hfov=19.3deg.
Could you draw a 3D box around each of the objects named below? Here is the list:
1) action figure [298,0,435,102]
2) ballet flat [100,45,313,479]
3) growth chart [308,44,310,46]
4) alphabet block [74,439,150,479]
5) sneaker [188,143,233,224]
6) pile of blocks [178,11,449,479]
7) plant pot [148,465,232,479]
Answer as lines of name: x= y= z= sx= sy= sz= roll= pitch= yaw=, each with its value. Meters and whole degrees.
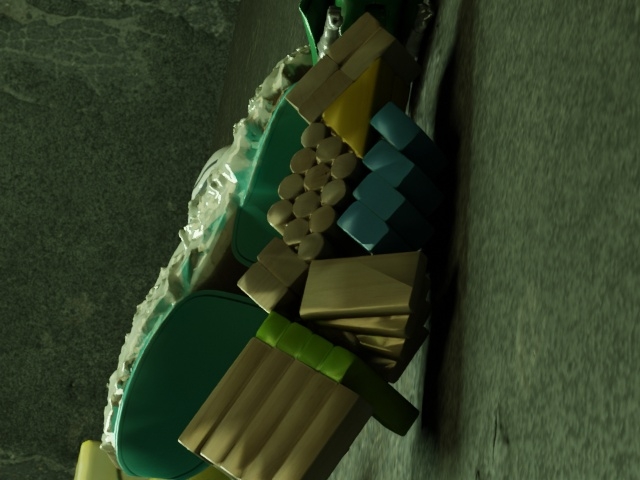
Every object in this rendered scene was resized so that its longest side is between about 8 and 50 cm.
action figure: x=0.035 y=-0.167 z=1.396 sx=0.063 sy=0.137 sz=0.232 roll=-136 pitch=46 yaw=-66
ballet flat: x=-0.058 y=0.015 z=1.570 sx=0.409 sy=0.147 sz=0.147 roll=-61 pitch=14 yaw=18
growth chart: x=0.010 y=-0.283 z=1.996 sx=0.172 sy=0.021 sz=0.237 roll=116 pitch=162 yaw=-66
alphabet block: x=-0.196 y=0.362 z=2.111 sx=0.193 sy=0.192 sz=0.197 roll=113 pitch=165 yaw=-53
sneaker: x=-0.073 y=0.066 z=1.813 sx=0.127 sy=0.126 sz=0.321 roll=-85 pitch=-1 yaw=-53
pile of blocks: x=0.033 y=0.027 z=1.242 sx=0.112 sy=0.149 sz=0.362 roll=43 pitch=-126 yaw=-46
plant pot: x=-0.075 y=0.218 z=1.698 sx=0.095 sy=0.134 sz=0.134 roll=-55 pitch=0 yaw=-16
